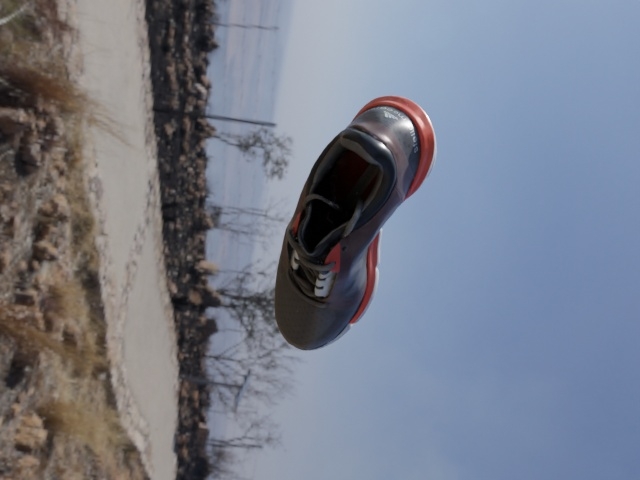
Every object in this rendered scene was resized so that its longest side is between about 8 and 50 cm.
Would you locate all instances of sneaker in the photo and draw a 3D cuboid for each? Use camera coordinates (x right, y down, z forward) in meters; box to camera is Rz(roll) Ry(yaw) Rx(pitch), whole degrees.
[{"bbox_3d":[0.000,0.000,0.363,0.065,0.061,0.158,-32,149,-51],"label":"sneaker"}]
